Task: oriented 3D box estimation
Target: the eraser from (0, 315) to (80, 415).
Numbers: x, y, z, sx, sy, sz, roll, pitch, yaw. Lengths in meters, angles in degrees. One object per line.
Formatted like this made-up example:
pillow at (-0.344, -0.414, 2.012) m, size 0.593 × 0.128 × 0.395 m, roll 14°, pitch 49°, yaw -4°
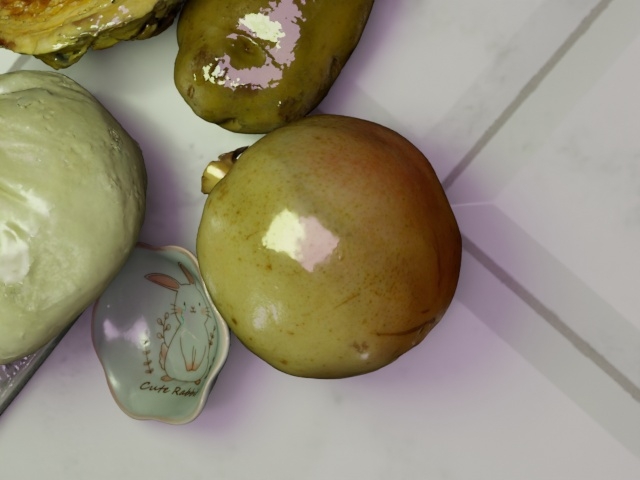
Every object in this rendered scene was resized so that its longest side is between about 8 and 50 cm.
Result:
eraser at (-0.394, 0.145, 1.890) m, size 0.089 × 0.061 × 0.352 m, roll 40°, pitch 94°, yaw 7°

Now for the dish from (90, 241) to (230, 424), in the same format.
dish at (-0.171, 0.108, 1.837) m, size 0.229 × 0.081 × 0.229 m, roll 3°, pitch 95°, yaw 40°

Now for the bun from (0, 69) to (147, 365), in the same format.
bun at (-0.359, -0.038, 1.748) m, size 0.326 × 0.234 × 0.362 m, roll -6°, pitch 56°, yaw 29°

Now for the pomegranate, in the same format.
pomegranate at (0.000, 0.000, 1.734) m, size 0.319 × 0.319 × 0.319 m, roll 0°, pitch 89°, yaw 7°

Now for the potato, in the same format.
potato at (-0.037, -0.293, 1.813) m, size 0.176 × 0.195 × 0.369 m, roll 31°, pitch 85°, yaw -37°

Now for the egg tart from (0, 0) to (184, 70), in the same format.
egg tart at (-0.251, -0.286, 1.804) m, size 0.297 × 0.297 × 0.132 m, roll -24°, pitch 126°, yaw 6°
